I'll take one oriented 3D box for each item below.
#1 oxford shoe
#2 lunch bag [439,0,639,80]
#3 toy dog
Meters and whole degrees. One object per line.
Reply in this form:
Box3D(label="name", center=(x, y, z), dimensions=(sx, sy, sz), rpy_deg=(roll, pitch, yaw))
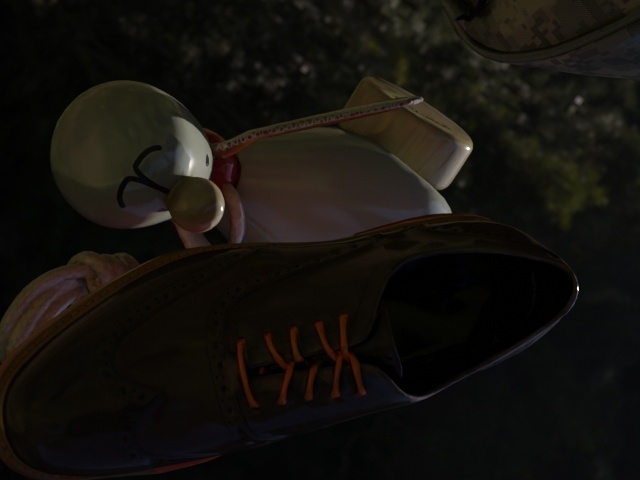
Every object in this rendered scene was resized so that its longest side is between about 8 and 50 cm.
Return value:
Box3D(label="oxford shoe", center=(-0.015, 0.043, 0.722), dimensions=(0.271, 0.097, 0.098), rpy_deg=(-19, -173, -17))
Box3D(label="lunch bag", center=(0.239, -0.193, 0.980), dimensions=(0.305, 0.213, 0.256), rpy_deg=(3, 146, -48))
Box3D(label="toy dog", center=(0.000, 0.000, 0.895), dimensions=(0.333, 0.161, 0.220), rpy_deg=(-21, 138, -50))
